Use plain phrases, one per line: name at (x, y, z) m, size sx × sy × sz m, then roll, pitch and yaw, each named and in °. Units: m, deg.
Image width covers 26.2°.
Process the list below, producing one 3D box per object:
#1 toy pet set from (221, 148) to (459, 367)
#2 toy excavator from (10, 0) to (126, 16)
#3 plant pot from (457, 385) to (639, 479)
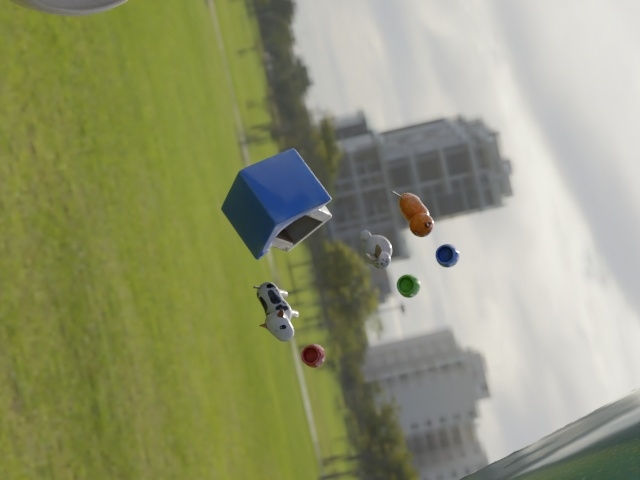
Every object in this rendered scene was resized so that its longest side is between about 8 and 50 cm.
toy pet set at (0.000, 0.000, 0.843) m, size 0.114 × 0.122 × 0.065 m, roll 55°, pitch 11°, yaw 17°
toy excavator at (-0.160, -0.441, 0.949) m, size 0.433 × 0.445 × 0.222 m, roll 51°, pitch -9°, yaw -23°
plant pot at (0.182, 0.207, 0.712) m, size 0.248 × 0.247 × 0.252 m, roll 63°, pitch 11°, yaw 12°
